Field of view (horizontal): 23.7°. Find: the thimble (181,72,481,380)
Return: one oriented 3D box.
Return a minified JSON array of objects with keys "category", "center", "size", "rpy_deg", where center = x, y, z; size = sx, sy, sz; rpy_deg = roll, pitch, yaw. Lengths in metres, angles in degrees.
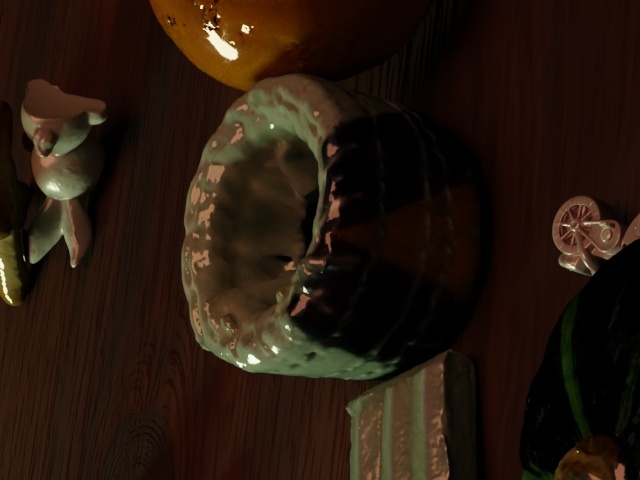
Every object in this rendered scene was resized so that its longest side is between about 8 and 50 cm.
[{"category":"thimble","center":[0.000,0.000,1.153],"size":[0.237,0.150,0.237],"rpy_deg":[-20,65,49]}]

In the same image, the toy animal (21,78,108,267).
[{"category":"toy animal","center":[-0.290,-0.075,1.642],"size":[0.127,0.131,0.182],"rpy_deg":[-56,-25,-44]}]

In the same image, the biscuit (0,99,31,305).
[{"category":"biscuit","center":[-0.352,-0.036,1.693],"size":[0.208,0.047,0.164],"rpy_deg":[97,167,-64]}]

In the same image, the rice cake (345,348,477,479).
[{"category":"rice cake","center":[0.067,0.203,1.077],"size":[0.127,0.043,0.237],"rpy_deg":[-28,56,46]}]

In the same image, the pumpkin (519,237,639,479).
[{"category":"pumpkin","center":[0.217,0.123,0.707],"size":[0.315,0.238,0.315],"rpy_deg":[-9,80,61]}]

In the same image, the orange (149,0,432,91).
[{"category":"orange","center":[-0.023,-0.228,1.197],"size":[0.240,0.240,0.240],"rpy_deg":[-26,57,49]}]

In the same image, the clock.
[{"category":"clock","center":[0.195,0.013,0.964],"size":[0.129,0.041,0.087],"rpy_deg":[18,90,52]}]
